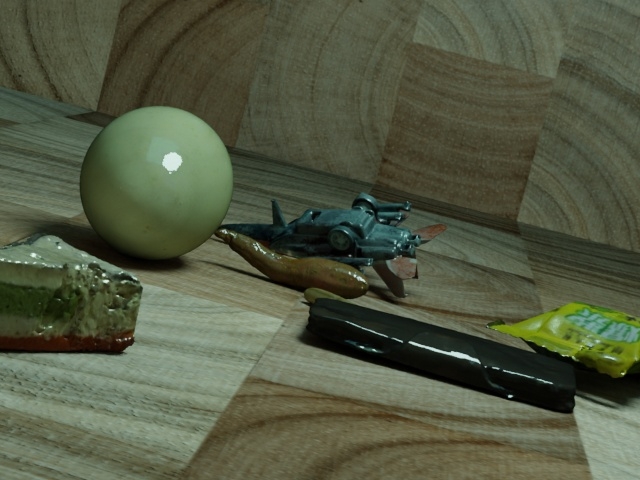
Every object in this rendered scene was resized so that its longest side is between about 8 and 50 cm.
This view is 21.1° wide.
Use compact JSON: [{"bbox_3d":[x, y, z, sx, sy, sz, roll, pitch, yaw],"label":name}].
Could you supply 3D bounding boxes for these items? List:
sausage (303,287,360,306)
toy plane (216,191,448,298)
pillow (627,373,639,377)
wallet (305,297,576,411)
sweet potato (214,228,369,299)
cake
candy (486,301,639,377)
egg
[{"bbox_3d":[0.025,0.081,2.071,0.024,0.024,0.132,8,11,-41],"label":"sausage"},{"bbox_3d":[0.000,-0.006,2.374,0.326,0.104,0.223,13,35,19],"label":"toy plane"},{"bbox_3d":[0.401,0.145,2.247,0.113,0.038,0.203,8,10,-1],"label":"pillow"},{"bbox_3d":[0.136,0.121,1.918,0.309,0.042,0.165,16,5,4],"label":"wallet"},{"bbox_3d":[-0.037,0.033,2.204,0.214,0.050,0.050,18,8,14],"label":"sweet potato"},{"bbox_3d":[-0.269,0.043,1.541,0.117,0.086,0.220,21,10,39],"label":"cake"},{"bbox_3d":[0.348,0.119,2.085,0.187,0.081,0.297,14,10,33],"label":"candy"},{"bbox_3d":[-0.204,-0.069,2.121,0.188,0.188,0.253,15,12,3],"label":"egg"}]
